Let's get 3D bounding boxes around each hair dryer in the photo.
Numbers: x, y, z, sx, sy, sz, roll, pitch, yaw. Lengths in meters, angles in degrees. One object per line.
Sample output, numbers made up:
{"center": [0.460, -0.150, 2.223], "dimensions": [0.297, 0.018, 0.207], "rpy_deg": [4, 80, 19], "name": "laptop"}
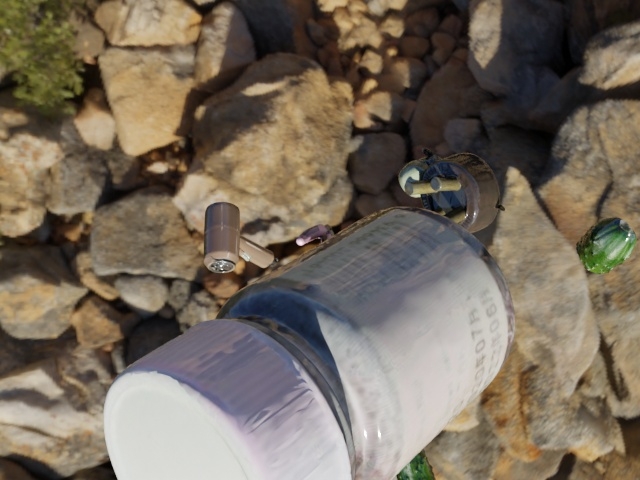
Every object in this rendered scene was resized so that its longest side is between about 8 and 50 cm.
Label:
{"center": [-0.135, 0.016, 1.532], "dimensions": [0.064, 0.181, 0.117], "rpy_deg": [-21, 58, 31], "name": "hair dryer"}

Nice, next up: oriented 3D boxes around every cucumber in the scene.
{"center": [0.149, 0.370, 1.268], "dimensions": [0.069, 0.069, 0.228], "rpy_deg": [-24, 78, 23], "name": "cucumber"}
{"center": [0.393, 0.007, 1.189], "dimensions": [0.035, 0.107, 0.067], "rpy_deg": [-31, 72, -20], "name": "cucumber"}

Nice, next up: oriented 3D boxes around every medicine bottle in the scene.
{"center": [0.003, 0.093, 0.590], "dimensions": [0.165, 0.273, 0.165], "rpy_deg": [21, 125, 34], "name": "medicine bottle"}

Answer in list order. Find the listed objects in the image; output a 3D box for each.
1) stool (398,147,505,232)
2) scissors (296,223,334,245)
{"center": [0.191, -0.080, 1.363], "dimensions": [0.217, 0.121, 0.125], "rpy_deg": [37, 134, 45], "name": "stool"}
{"center": [0.000, 0.000, 0.943], "dimensions": [0.012, 0.113, 0.039], "rpy_deg": [-37, 91, 18], "name": "scissors"}
